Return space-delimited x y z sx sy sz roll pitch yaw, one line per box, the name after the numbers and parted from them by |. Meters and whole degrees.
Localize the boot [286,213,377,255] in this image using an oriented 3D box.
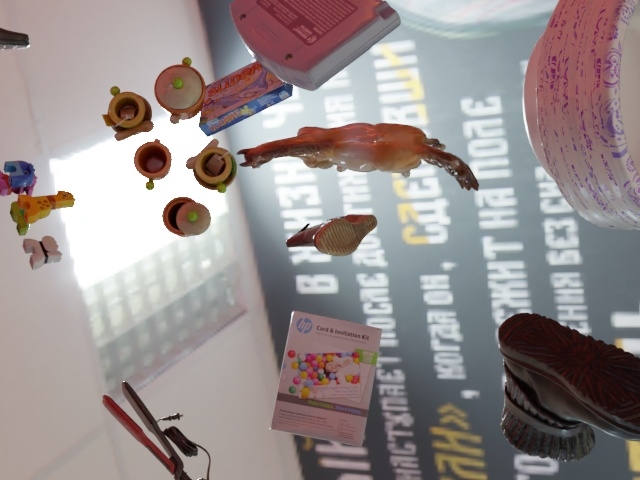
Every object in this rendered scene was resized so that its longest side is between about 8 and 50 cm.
0.000 0.000 2.592 0.248 0.207 0.090 -23 -82 -55 | boot

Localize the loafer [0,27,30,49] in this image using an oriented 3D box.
-0.554 -0.348 1.757 0.170 0.062 0.061 8 -95 -23 | loafer

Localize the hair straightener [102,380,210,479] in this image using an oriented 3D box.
-0.256 0.315 1.800 0.089 0.230 0.047 -38 -22 -31 | hair straightener

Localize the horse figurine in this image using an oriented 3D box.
0.053 -0.102 1.271 0.174 0.263 0.066 8 -93 -78 | horse figurine

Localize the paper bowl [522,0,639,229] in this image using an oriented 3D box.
0.331 -0.153 1.176 0.284 0.148 0.284 -1 -89 -41 | paper bowl

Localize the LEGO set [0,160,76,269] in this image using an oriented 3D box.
-0.477 -0.064 1.859 0.093 0.227 0.087 -9 -39 -31 | LEGO set

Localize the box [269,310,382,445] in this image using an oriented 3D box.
0.009 0.214 1.686 0.038 0.145 0.186 125 157 -77 | box

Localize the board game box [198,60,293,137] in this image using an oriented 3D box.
-0.144 -0.294 2.138 0.035 0.201 0.136 51 -153 -35 | board game box

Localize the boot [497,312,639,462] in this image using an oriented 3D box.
0.441 0.292 1.825 0.131 0.348 0.260 -28 -52 -25 | boot

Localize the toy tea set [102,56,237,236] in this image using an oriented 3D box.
-0.265 -0.172 2.002 0.336 0.200 0.124 63 174 10 | toy tea set

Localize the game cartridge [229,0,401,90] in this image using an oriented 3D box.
-0.024 -0.347 1.716 0.196 0.294 0.060 -35 -48 -6 | game cartridge
